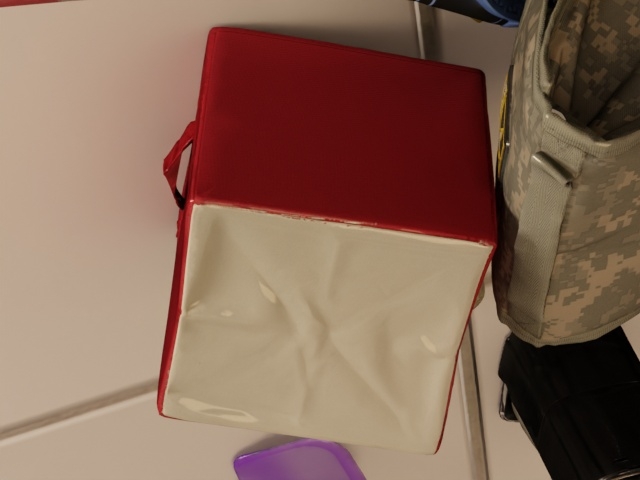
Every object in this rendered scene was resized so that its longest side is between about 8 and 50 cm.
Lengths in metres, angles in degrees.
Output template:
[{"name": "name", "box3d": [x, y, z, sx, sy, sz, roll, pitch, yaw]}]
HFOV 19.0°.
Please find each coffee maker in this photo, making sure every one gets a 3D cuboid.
[{"name": "coffee maker", "box3d": [0.213, 0.142, 1.495, 0.120, 0.178, 0.171, -27, 134, 1]}]

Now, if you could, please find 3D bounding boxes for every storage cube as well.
[{"name": "storage cube", "box3d": [0.000, 0.000, 1.239, 0.215, 0.193, 0.183, 8, 128, -5]}]

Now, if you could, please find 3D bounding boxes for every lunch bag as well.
[{"name": "lunch bag", "box3d": [0.203, -0.091, 1.194, 0.287, 0.169, 0.235, -45, 160, -26]}]

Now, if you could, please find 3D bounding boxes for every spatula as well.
[{"name": "spatula", "box3d": [-0.108, 0.233, 1.546, 0.296, 0.030, 0.084, -27, 133, 2]}]

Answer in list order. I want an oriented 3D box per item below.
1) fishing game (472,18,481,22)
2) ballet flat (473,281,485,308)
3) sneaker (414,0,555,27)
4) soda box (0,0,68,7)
[{"name": "fishing game", "box3d": [0.152, -0.251, 1.222, 0.189, 0.041, 0.264, 23, 127, -34]}, {"name": "ballet flat", "box3d": [0.077, 0.021, 1.420, 0.057, 0.052, 0.168, -36, 133, 11]}, {"name": "sneaker", "box3d": [0.055, -0.191, 1.190, 0.232, 0.090, 0.081, 21, 78, -45]}, {"name": "soda box", "box3d": [-0.163, -0.259, 1.052, 0.092, 0.083, 0.263, -8, 132, -16]}]
